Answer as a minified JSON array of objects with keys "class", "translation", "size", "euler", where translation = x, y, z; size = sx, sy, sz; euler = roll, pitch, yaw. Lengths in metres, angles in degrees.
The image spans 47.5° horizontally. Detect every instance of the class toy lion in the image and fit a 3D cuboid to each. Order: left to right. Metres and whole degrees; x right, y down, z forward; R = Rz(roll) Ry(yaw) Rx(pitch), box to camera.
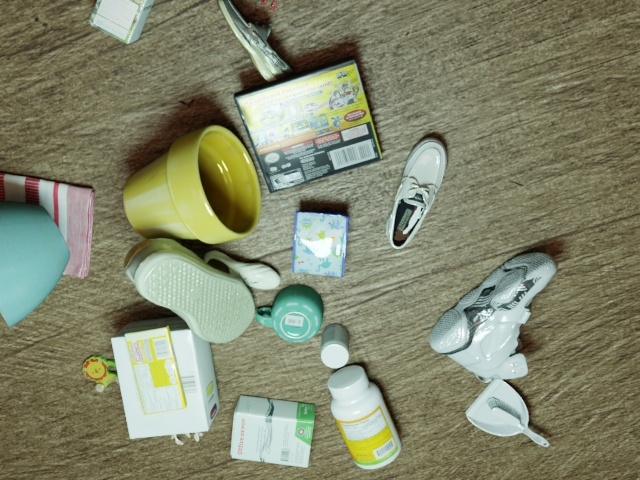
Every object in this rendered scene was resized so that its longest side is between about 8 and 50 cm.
[{"class":"toy lion","translation":[-0.574,0.344,1.920],"size":[0.100,0.034,0.096],"euler":[-22,101,11]}]

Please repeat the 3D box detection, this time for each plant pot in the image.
[{"class":"plant pot","translation":[-0.692,0.024,1.654],"size":[0.195,0.290,0.290],"euler":[-32,111,-24]},{"class":"plant pot","translation":[-0.297,-0.105,1.627],"size":[0.239,0.254,0.254],"euler":[-14,111,26]}]

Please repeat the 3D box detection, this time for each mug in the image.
[{"class":"mug","translation":[-0.069,0.194,1.797],"size":[0.158,0.097,0.129],"euler":[-36,106,15]}]

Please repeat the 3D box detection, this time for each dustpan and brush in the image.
[{"class":"dustpan and brush","translation":[0.506,0.471,1.897],"size":[0.211,0.060,0.147],"euler":[32,110,-9]}]

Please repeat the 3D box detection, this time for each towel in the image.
[{"class":"towel","translation":[-0.720,-0.042,1.770],"size":[0.329,0.037,0.237],"euler":[10,111,-1]}]

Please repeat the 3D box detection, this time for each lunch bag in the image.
[{"class":"lunch bag","translation":[0.000,0.000,1.718],"size":[0.129,0.096,0.151],"euler":[4,121,2]}]

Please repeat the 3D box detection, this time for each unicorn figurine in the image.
[{"class":"unicorn figurine","translation":[-0.361,0.485,1.946],"size":[0.162,0.060,0.111],"euler":[-25,102,16]}]

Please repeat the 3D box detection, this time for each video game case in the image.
[{"class":"video game case","translation":[-0.023,-0.252,1.619],"size":[0.275,0.035,0.248],"euler":[-16,122,5]}]

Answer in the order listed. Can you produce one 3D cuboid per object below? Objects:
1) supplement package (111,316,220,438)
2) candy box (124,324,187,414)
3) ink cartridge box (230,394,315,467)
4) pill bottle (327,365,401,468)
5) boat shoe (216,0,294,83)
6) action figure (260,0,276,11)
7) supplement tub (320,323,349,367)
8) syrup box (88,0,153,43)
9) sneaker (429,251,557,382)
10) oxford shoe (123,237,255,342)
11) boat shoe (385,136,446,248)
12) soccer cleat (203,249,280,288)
[{"class":"supplement package","translation":[-0.381,0.336,1.820],"size":[0.204,0.145,0.262],"euler":[-7,100,5]},{"class":"candy box","translation":[-0.390,0.309,1.727],"size":[0.105,0.027,0.206],"euler":[-9,99,8]},{"class":"ink cartridge box","translation":[-0.126,0.505,1.929],"size":[0.208,0.087,0.153],"euler":[8,112,-1]},{"class":"pill bottle","translation":[0.108,0.450,1.869],"size":[0.136,0.136,0.245],"euler":[-19,109,10]},{"class":"boat shoe","translation":[-0.137,-0.437,1.565],"size":[0.073,0.080,0.223],"euler":[-32,112,8]},{"class":"action figure","translation":[-0.093,-0.531,1.520],"size":[0.038,0.030,0.115],"euler":[30,139,-4]},{"class":"supplement tub","translation":[0.037,0.262,1.813],"size":[0.071,0.107,0.071],"euler":[1,112,3]},{"class":"syrup box","translation":[-0.389,-0.543,1.521],"size":[0.093,0.096,0.237],"euler":[27,110,-10]},{"class":"sneaker","translation":[0.458,0.196,1.756],"size":[0.210,0.137,0.366],"euler":[42,113,-13]},{"class":"oxford shoe","translation":[-0.291,0.114,1.680],"size":[0.169,0.130,0.449],"euler":[-51,146,-4]},{"class":"boat shoe","translation":[0.217,-0.104,1.669],"size":[0.096,0.088,0.267],"euler":[23,111,-6]},{"class":"soccer cleat","translation":[-0.194,0.080,1.769],"size":[0.196,0.076,0.068],"euler":[20,111,-5]}]
